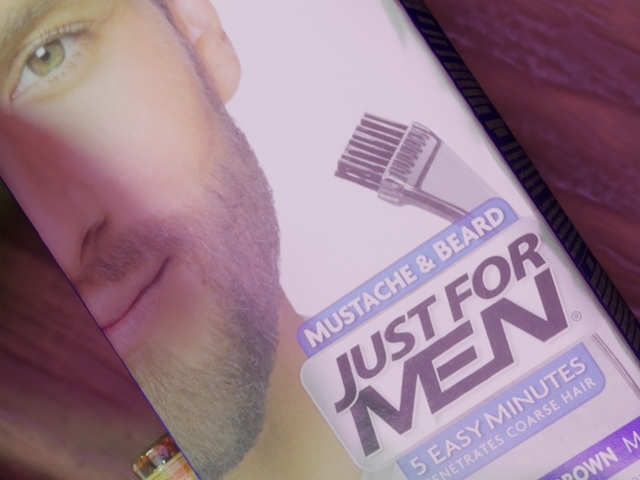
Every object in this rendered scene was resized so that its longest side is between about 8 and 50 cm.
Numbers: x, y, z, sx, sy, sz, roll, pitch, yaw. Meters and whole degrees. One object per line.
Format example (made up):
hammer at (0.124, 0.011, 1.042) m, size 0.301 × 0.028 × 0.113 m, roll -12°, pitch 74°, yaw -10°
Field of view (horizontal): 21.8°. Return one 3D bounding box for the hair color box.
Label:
hair color box at (0.000, 0.000, 0.717) m, size 0.185 × 0.110 × 0.339 m, roll -34°, pitch 87°, yaw 13°

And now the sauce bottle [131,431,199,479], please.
sauce bottle at (-0.034, 0.140, 0.768) m, size 0.042 × 0.042 × 0.128 m, roll -42°, pitch 87°, yaw 11°
